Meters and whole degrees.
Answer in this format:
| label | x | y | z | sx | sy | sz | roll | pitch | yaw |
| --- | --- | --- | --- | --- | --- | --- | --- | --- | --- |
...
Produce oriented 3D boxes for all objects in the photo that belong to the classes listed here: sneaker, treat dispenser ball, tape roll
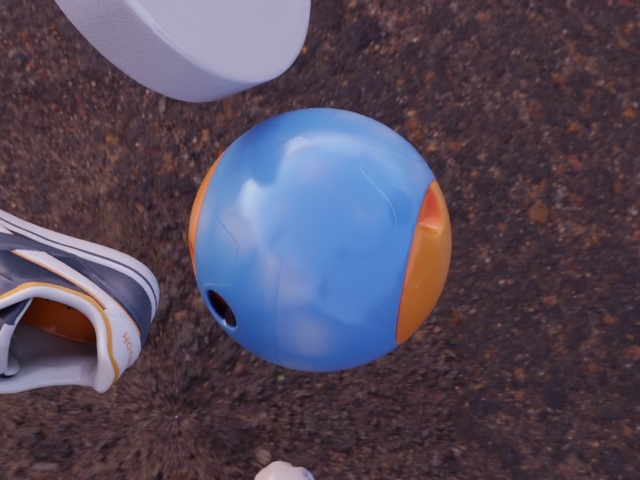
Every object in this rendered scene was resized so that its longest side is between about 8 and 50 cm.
| label | x | y | z | sx | sy | sz | roll | pitch | yaw |
| --- | --- | --- | --- | --- | --- | --- | --- | --- | --- |
| sneaker | -0.303 | 0.041 | 0.726 | 0.321 | 0.126 | 0.127 | 14 | 33 | -7 |
| treat dispenser ball | 0.000 | 0.000 | 0.945 | 0.288 | 0.288 | 0.288 | 2 | 78 | -9 |
| tape roll | -0.147 | -0.331 | 0.853 | 0.072 | 0.392 | 0.392 | -15 | 78 | 32 |

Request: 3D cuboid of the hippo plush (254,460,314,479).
| label | x | y | z | sx | sy | sz | roll | pitch | yaw |
| --- | --- | --- | --- | --- | --- | --- | --- | --- | --- |
| hippo plush | 0.047 | 0.392 | 0.979 | 0.236 | 0.294 | 0.234 | -1 | 55 | 1 |
